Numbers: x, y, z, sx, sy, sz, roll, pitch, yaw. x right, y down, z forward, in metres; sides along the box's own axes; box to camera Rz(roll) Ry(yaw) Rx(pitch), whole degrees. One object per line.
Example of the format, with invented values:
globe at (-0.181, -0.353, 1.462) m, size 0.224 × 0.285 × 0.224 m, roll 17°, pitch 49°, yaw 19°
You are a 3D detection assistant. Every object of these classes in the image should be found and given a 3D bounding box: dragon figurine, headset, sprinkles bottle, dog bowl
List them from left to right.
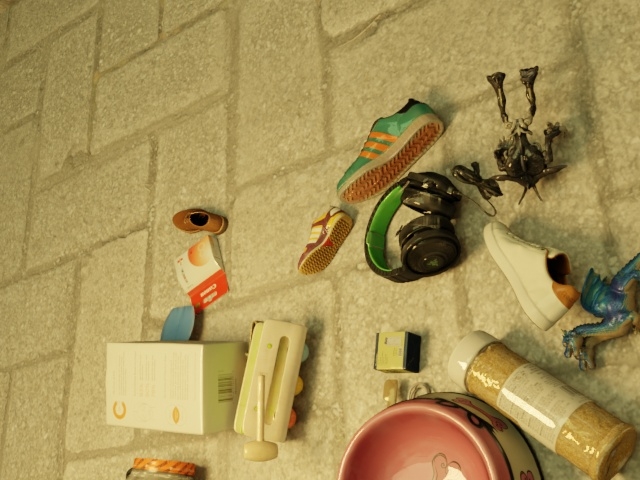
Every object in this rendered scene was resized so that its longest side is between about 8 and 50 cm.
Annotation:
headset at (0.219, -0.055, 1.770) m, size 0.394 × 0.185 × 0.243 m, roll -23°, pitch 52°, yaw 47°
dog bowl at (0.208, 0.487, 1.570) m, size 0.408 × 0.150 × 0.407 m, roll -11°, pitch 68°, yaw 30°
sprinkles bottle at (0.402, 0.300, 1.530) m, size 0.355 × 0.121 × 0.121 m, roll 33°, pitch 95°, yaw 42°
dragon figurine at (0.536, 0.102, 1.522) m, size 0.144 × 0.085 × 0.289 m, roll 6°, pitch 78°, yaw 41°

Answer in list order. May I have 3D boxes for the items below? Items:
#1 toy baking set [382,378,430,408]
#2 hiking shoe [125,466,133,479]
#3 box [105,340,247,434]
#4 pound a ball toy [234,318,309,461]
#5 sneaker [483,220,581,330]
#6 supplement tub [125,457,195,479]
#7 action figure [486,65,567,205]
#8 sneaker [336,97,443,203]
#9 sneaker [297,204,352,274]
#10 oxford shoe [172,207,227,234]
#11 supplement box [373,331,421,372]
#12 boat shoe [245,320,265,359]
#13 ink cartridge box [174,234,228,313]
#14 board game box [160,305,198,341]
toy baking set at (0.207, 0.409, 1.715) m, size 0.256 × 0.030 × 0.196 m, roll 30°, pitch 87°, yaw 36°
hiking shoe at (-0.504, 0.700, 2.130) m, size 0.086 × 0.114 × 0.226 m, roll -17°, pitch 63°, yaw 34°
box at (-0.364, 0.362, 2.075) m, size 0.345 × 0.168 × 0.215 m, roll -4°, pitch 84°, yaw 35°
pound a ball toy at (-0.100, 0.348, 1.898) m, size 0.208 × 0.136 × 0.319 m, roll 146°, pitch 136°, yaw -71°
sneaker at (0.421, 0.042, 1.611) m, size 0.123 × 0.106 × 0.290 m, roll -44°, pitch 38°, yaw 19°
supplement tub at (-0.399, 0.694, 1.993) m, size 0.194 × 0.194 × 0.316 m, roll -10°, pitch 67°, yaw 37°
action figure at (0.427, -0.216, 1.710) m, size 0.164 × 0.141 × 0.275 m, roll -7°, pitch 95°, yaw 29°
sneaker at (0.149, -0.213, 1.962) m, size 0.302 × 0.108 × 0.121 m, roll -40°, pitch 51°, yaw 11°
sneaker at (0.000, 0.000, 2.028) m, size 0.185 × 0.069 × 0.084 m, roll -51°, pitch 40°, yaw 4°
oxford shoe at (-0.360, -0.062, 2.340) m, size 0.212 × 0.076 × 0.076 m, roll 3°, pitch 77°, yaw 42°
supplement box at (0.167, 0.244, 1.791) m, size 0.083 × 0.056 × 0.083 m, roll -7°, pitch 69°, yaw 38°
boat shoe at (-0.158, 0.291, 2.033) m, size 0.068 × 0.072 × 0.190 m, roll -17°, pitch 63°, yaw 34°
ink cartridge box at (-0.333, 0.096, 2.276) m, size 0.145 × 0.045 × 0.179 m, roll -35°, pitch 52°, yaw 25°
board game box at (-0.382, 0.250, 2.260) m, size 0.169 × 0.033 × 0.133 m, roll -12°, pitch 60°, yaw 50°
